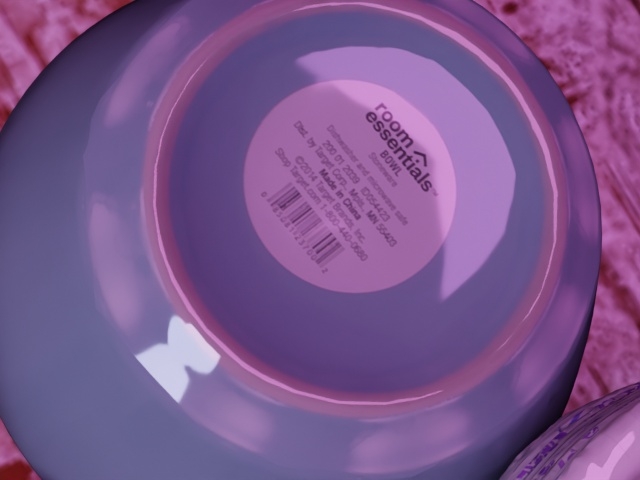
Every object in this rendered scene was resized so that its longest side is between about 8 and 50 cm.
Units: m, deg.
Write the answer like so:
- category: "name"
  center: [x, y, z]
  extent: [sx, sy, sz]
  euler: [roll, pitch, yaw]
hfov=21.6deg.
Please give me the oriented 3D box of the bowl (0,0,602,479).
- category: "bowl"
  center: [0.000, 0.000, 0.749]
  extent: [0.312, 0.163, 0.311]
  euler: [2, 79, -12]

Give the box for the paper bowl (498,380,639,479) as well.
- category: "paper bowl"
  center: [0.185, 0.195, 0.723]
  extent: [0.284, 0.148, 0.284]
  euler: [2, 81, -13]
